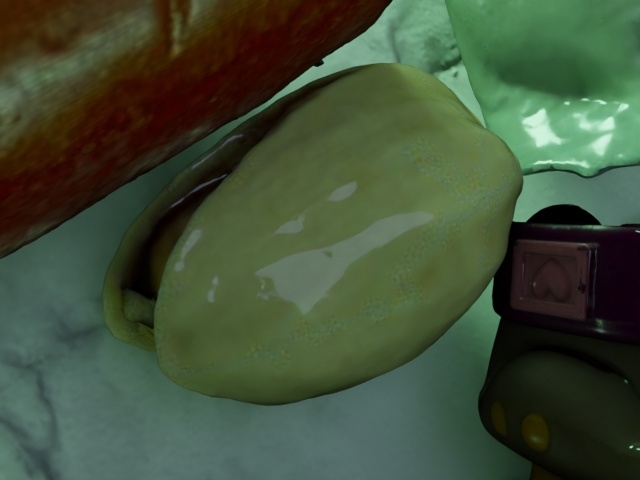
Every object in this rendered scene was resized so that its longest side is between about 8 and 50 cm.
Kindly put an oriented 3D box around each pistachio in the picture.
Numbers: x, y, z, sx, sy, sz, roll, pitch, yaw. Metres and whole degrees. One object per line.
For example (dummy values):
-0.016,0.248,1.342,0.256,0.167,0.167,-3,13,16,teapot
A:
0.000,0.000,0.492,0.229,0.157,0.157,-30,88,-23,pistachio

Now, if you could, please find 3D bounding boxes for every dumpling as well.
0.213,-0.214,0.628,0.270,0.212,0.321,-12,92,10,dumpling

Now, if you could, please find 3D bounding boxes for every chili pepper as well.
-0.134,-0.123,0.416,0.305,0.251,0.229,-34,111,-25,chili pepper

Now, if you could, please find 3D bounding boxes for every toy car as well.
0.254,0.094,0.541,0.340,0.271,0.240,1,92,-25,toy car
